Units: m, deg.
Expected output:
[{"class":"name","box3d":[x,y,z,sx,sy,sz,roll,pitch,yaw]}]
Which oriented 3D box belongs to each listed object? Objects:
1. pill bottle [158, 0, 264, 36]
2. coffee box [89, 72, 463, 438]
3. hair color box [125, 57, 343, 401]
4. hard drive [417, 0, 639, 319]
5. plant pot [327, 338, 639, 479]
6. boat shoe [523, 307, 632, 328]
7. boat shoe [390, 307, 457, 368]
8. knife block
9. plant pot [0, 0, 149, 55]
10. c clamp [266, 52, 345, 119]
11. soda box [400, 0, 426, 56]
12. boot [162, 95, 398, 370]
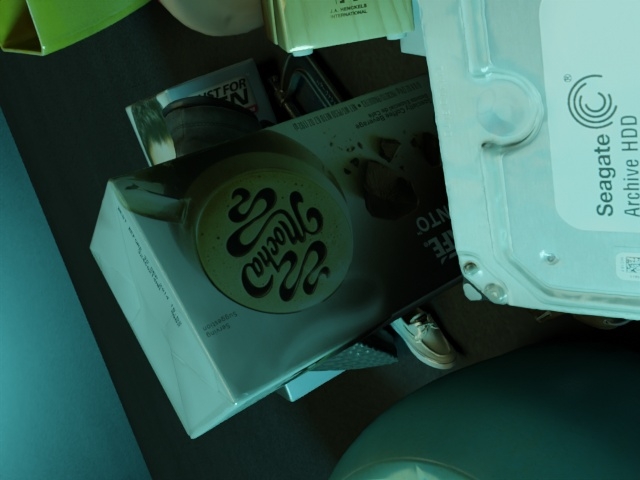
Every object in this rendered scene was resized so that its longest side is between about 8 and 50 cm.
[{"class":"pill bottle","box3d":[-0.148,-0.343,0.661,0.318,0.176,0.176,48,147,27]},{"class":"coffee box","box3d":[0.000,0.000,0.564,0.168,0.297,0.119,59,147,11]},{"class":"hair color box","box3d":[-0.094,-0.011,0.878,0.185,0.113,0.375,6,119,62]},{"class":"hard drive","box3d":[0.209,-0.071,0.298,0.338,0.064,0.237,5,118,35]},{"class":"plant pot","box3d":[0.127,0.216,0.468,0.292,0.235,0.293,-4,84,40]},{"class":"boat shoe","box3d":[0.200,0.023,0.507,0.066,0.066,0.183,59,161,0]},{"class":"boat shoe","box3d":[0.103,0.090,0.740,0.100,0.035,0.035,47,150,40]},{"class":"knife block","box3d":[-0.006,-0.256,0.486,0.276,0.088,0.242,-113,13,-70]},{"class":"plant pot","box3d":[-0.329,-0.368,0.926,0.212,0.187,0.212,22,129,51]},{"class":"c clamp","box3d":[-0.009,-0.129,0.766,0.161,0.022,0.137,54,149,22]},{"class":"soda box","box3d":[0.091,-0.232,0.470,0.074,0.069,0.216,27,134,48]},{"class":"boot","box3d":[-0.024,0.003,0.739,0.118,0.338,0.223,-15,61,28]}]
